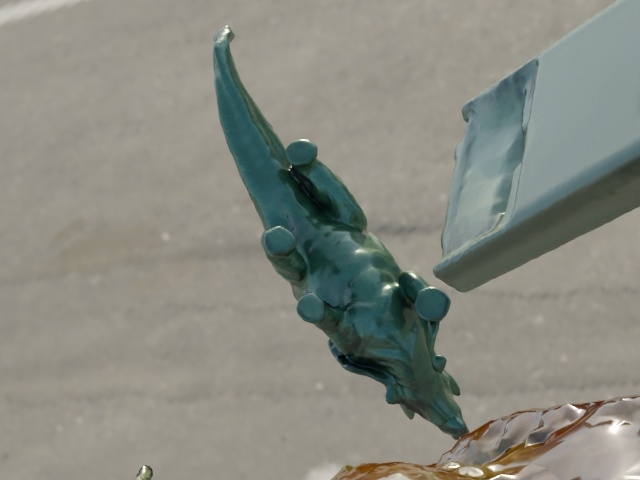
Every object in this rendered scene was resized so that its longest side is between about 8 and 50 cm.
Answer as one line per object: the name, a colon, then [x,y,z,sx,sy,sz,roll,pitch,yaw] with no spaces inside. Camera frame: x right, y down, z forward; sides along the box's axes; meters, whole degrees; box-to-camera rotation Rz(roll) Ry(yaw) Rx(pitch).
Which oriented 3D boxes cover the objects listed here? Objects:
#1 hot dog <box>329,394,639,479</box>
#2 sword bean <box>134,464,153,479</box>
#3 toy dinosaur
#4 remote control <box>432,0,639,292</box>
hot dog: [0.079,0.180,0.590,0.267,0.174,0.387,-26,32,-23]
sword bean: [-0.107,0.141,1.061,0.012,0.012,0.083,-30,-1,6]
toy dinosaur: [0.001,-0.001,1.109,0.079,0.292,0.120,-33,0,-5]
remote control: [0.154,-0.068,0.906,0.285,0.038,0.123,-34,36,47]
